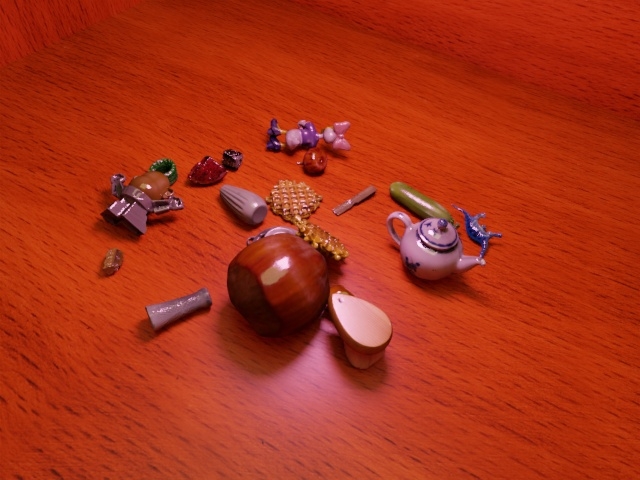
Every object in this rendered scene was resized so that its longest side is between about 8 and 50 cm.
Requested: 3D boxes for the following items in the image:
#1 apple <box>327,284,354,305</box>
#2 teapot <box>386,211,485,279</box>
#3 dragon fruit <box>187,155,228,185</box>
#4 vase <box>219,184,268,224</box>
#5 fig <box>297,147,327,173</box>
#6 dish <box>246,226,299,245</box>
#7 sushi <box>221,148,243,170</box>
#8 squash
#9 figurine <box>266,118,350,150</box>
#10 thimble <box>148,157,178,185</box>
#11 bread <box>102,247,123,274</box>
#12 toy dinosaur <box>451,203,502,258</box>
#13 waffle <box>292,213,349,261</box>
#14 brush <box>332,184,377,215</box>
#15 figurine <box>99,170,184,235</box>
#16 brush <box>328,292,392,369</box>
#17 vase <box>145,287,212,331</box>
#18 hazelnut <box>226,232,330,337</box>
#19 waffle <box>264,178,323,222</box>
[{"bbox_3d":[0.073,0.221,1.666,0.102,0.099,0.114,-43,90,-14],"label":"apple"},{"bbox_3d":[0.450,0.015,1.773,0.424,0.280,0.252,32,53,20],"label":"teapot"},{"bbox_3d":[-0.530,-0.311,2.058,0.161,0.120,0.127,-44,108,-7],"label":"dragon fruit"},{"bbox_3d":[-0.345,-0.167,1.929,0.248,0.128,0.128,33,54,30],"label":"vase"},{"bbox_3d":[-0.036,-0.376,2.152,0.128,0.150,0.128,31,36,-26],"label":"fig"},{"bbox_3d":[-0.164,0.037,1.782,0.303,0.120,0.303,4,50,-5],"label":"dish"},{"bbox_3d":[-0.419,-0.392,2.115,0.084,0.098,0.094,22,42,6],"label":"sushi"},{"bbox_3d":[0.471,-0.158,2.036,0.379,0.101,0.101,37,56,20],"label":"squash"},{"bbox_3d":[-0.064,-0.521,2.200,0.421,0.154,0.193,-4,27,-1],"label":"figurine"},{"bbox_3d":[-0.713,-0.304,2.011,0.118,0.090,0.130,39,57,22],"label":"thimble"},{"bbox_3d":[-0.798,0.077,1.709,0.066,0.060,0.110,7,46,-19],"label":"bread"},{"bbox_3d":[0.715,-0.044,1.991,0.144,0.076,0.329,-12,63,-8],"label":"toy dinosaur"},{"bbox_3d":[0.000,0.000,1.771,0.260,0.069,0.293,32,10,-11],"label":"waffle"},{"bbox_3d":[0.162,-0.182,2.061,0.248,0.036,0.043,-34,57,-22],"label":"brush"},{"bbox_3d":[-0.748,-0.177,1.856,0.342,0.167,0.285,31,60,-8],"label":"figurine"},{"bbox_3d":[0.123,0.305,1.561,0.174,0.166,0.267,-35,67,-30],"label":"brush"},{"bbox_3d":[-0.505,0.241,1.592,0.219,0.096,0.096,-20,56,-26],"label":"vase"},{"bbox_3d":[-0.143,0.156,1.553,0.366,0.365,0.365,4,50,-4],"label":"hazelnut"},{"bbox_3d":[-0.123,-0.188,2.021,0.238,0.058,0.243,27,50,19],"label":"waffle"}]
